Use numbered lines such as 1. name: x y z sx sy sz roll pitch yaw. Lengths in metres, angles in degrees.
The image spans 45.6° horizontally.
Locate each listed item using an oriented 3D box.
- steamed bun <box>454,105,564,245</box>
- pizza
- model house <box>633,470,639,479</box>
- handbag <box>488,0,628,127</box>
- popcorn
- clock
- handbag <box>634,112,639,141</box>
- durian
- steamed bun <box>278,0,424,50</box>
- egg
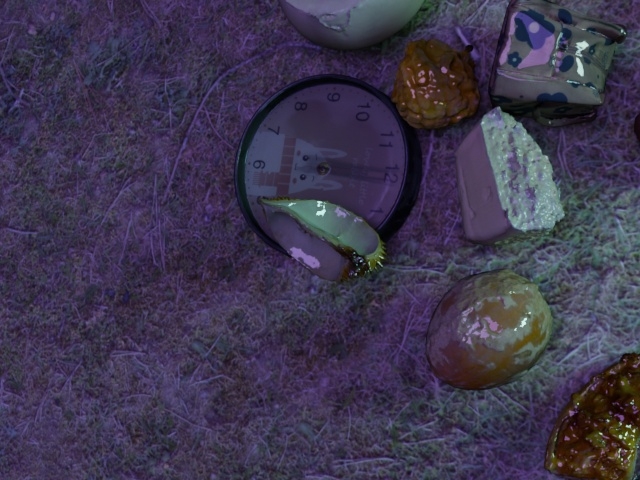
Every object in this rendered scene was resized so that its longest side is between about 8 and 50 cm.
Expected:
1. steamed bun: 0.334 -0.108 1.317 0.170 0.200 0.225 -5 79 -15
2. pizza: 0.487 0.280 1.230 0.305 0.085 0.161 -41 42 2
3. model house: 0.406 0.536 1.183 0.360 0.297 0.339 -17 41 19
4. handbag: 0.394 -0.294 1.283 0.193 0.251 0.190 14 95 14
5. popcorn: 0.215 -0.289 1.404 0.170 0.180 0.180 -37 71 29
6. clock: 0.006 -0.142 1.506 0.386 0.076 0.386 -3 82 22
7. handbag: 0.629 -0.208 1.225 0.225 0.146 0.135 -39 65 14
8. durian: 0.000 0.000 1.377 0.252 0.139 0.144 41 104 20
9. steamed bun: 0.065 -0.524 1.459 0.324 0.206 0.324 -4 81 23
10. egg: 0.281 0.155 1.297 0.195 0.195 0.233 40 101 21
